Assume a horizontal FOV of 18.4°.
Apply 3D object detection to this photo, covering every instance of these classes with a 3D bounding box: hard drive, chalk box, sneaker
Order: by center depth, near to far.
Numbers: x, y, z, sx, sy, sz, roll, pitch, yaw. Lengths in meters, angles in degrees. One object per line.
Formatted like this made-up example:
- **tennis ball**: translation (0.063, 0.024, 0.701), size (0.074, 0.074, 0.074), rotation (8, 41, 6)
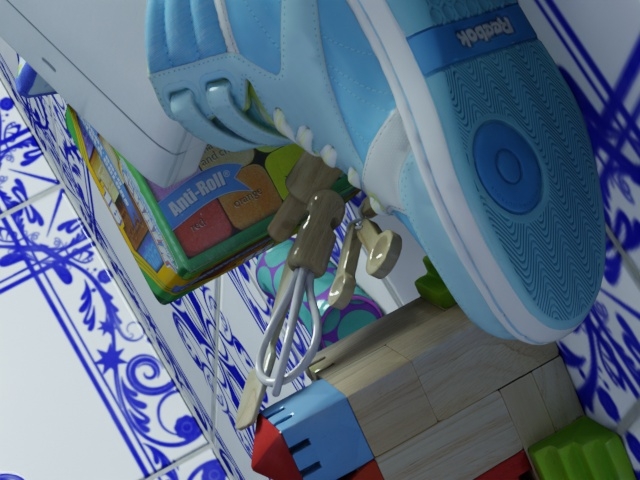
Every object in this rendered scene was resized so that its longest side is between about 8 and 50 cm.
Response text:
- **sneaker**: translation (0.018, -0.065, 1.087), size (0.208, 0.127, 0.319), rotation (-32, 75, 40)
- **hard drive**: translation (-0.117, -0.229, 1.223), size (0.233, 0.047, 0.353), rotation (44, 136, 18)
- **chalk box**: translation (-0.070, -0.081, 1.462), size (0.179, 0.180, 0.289), rotation (62, 169, 1)

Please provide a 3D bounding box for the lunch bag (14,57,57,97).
- **lunch bag**: translation (-0.171, -0.186, 1.515), size (0.096, 0.151, 0.129), rotation (37, 140, 0)

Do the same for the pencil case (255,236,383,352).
- **pencil case**: translation (-0.002, 0.052, 1.735), size (0.151, 0.064, 0.070), rotation (-137, 39, -57)

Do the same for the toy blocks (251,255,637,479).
- **toy blocks**: translation (0.067, 0.208, 1.339), size (0.381, 0.261, 0.191), rotation (67, 167, -18)

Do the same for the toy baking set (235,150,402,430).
- **toy baking set**: translation (0.001, -0.005, 1.269), size (0.030, 0.256, 0.197), rotation (26, -147, -17)
